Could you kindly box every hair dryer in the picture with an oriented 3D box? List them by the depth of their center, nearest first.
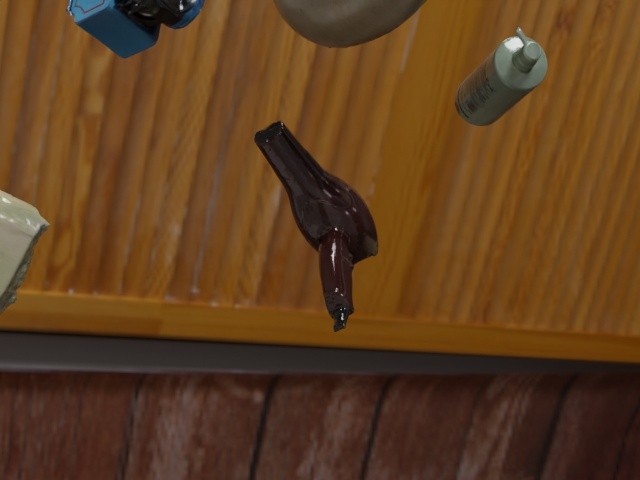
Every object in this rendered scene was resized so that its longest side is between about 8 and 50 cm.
[{"bbox_3d":[0.000,0.000,1.779,0.123,0.312,0.340,-26,38,19],"label":"hair dryer"}]

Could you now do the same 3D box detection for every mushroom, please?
[{"bbox_3d":[0.092,-0.453,1.680,0.362,0.294,0.362,-32,40,31],"label":"mushroom"}]

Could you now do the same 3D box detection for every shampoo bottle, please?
[{"bbox_3d":[0.278,-0.244,1.636,0.262,0.085,0.085,136,136,-78],"label":"shampoo bottle"}]

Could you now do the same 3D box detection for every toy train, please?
[{"bbox_3d":[-0.374,-0.541,2.224,0.265,0.188,0.300,-15,56,33],"label":"toy train"}]

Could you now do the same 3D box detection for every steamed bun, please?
[{"bbox_3d":[-0.621,0.012,2.035,0.225,0.200,0.170,-50,15,4],"label":"steamed bun"}]
